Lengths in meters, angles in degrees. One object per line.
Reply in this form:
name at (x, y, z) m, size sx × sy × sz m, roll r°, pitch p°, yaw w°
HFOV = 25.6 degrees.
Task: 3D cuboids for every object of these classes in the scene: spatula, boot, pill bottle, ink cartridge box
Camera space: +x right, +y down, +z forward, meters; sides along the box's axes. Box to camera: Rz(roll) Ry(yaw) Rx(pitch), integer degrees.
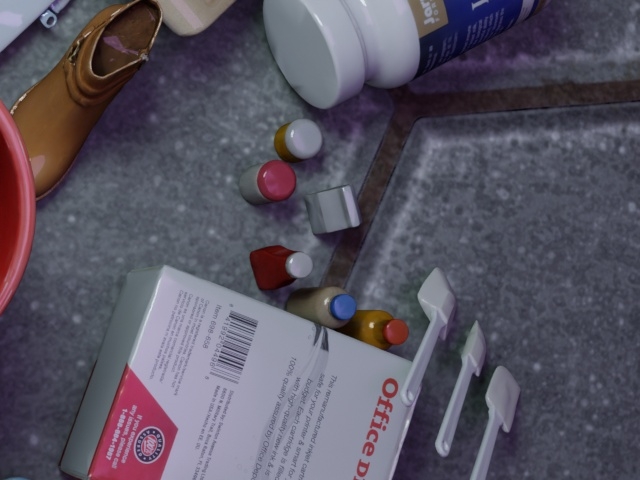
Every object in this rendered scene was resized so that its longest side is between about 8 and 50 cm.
spatula at (0.130, 0.139, 1.344) m, size 0.168 × 0.019 × 0.242 m, roll 60°, pitch 27°, yaw -15°
boot at (-0.209, -0.125, 1.214) m, size 0.073 × 0.152 × 0.197 m, roll 30°, pitch 76°, yaw -19°
pill bottle at (0.085, -0.237, 1.350) m, size 0.264 × 0.153 × 0.153 m, roll -30°, pitch 99°, yaw -22°
ink cartridge box at (-0.069, 0.162, 1.283) m, size 0.272 × 0.114 × 0.197 m, roll 23°, pitch 78°, yaw -21°

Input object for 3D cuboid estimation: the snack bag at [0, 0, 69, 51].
snack bag at (-0.339, -0.316, 1.232) m, size 0.323 × 0.037 × 0.342 m, roll 46°, pitch 71°, yaw -15°

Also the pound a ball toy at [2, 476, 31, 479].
pound a ball toy at (-0.166, 0.297, 1.183) m, size 0.319 × 0.208 × 0.136 m, roll 24°, pitch 74°, yaw -20°

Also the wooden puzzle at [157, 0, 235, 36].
wooden puzzle at (-0.128, -0.323, 1.280) m, size 0.221 × 0.044 × 0.239 m, roll 49°, pitch 52°, yaw -12°

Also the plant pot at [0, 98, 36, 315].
plant pot at (-0.363, -0.032, 1.076) m, size 0.274 × 0.243 × 0.275 m, roll -2°, pitch 97°, yaw -15°

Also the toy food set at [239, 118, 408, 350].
toy food set at (0.000, 0.000, 1.326) m, size 0.111 × 0.104 × 0.232 m, roll -15°, pitch 94°, yaw -23°
